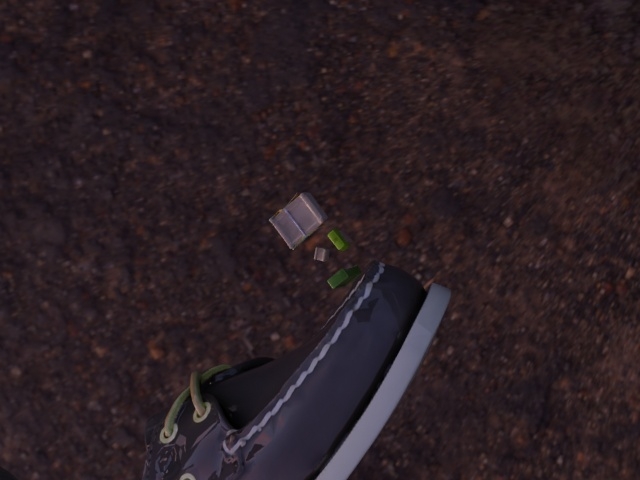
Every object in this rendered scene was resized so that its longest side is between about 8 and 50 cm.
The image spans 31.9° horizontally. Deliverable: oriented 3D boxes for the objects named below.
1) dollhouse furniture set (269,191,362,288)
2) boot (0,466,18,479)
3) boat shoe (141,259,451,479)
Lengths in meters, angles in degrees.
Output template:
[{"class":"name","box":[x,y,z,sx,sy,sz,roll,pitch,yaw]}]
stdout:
[{"class":"dollhouse furniture set","box":[0.000,0.000,1.713,0.076,0.058,0.152,-41,79,19]},{"class":"boot","box":[-0.238,0.139,0.622,0.161,0.083,0.246,52,137,-2]},{"class":"boat shoe","box":[-0.039,0.090,0.413,0.068,0.081,0.228,37,111,3]}]
